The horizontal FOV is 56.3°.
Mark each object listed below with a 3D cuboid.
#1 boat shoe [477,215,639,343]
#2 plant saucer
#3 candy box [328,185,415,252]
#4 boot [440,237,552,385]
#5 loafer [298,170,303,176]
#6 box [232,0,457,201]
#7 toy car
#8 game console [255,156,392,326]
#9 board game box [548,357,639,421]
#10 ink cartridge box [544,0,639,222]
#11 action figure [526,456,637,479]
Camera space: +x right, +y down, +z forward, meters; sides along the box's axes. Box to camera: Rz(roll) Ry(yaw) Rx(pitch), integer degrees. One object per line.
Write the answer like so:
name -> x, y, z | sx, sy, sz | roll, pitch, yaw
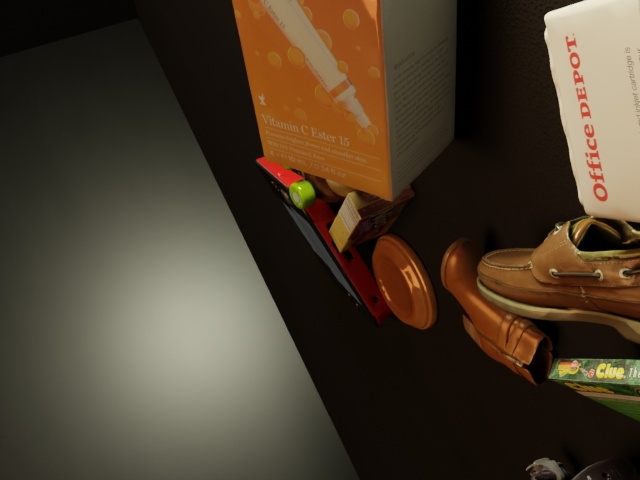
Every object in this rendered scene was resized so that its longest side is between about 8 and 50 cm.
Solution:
boat shoe -> 0.273, 0.022, 0.594 | 0.307, 0.110, 0.105 | 8, 117, 60
plant saucer -> 0.155, 0.084, 1.158 | 0.200, 0.037, 0.200 | 58, 162, 31
candy box -> 0.087, -0.047, 1.068 | 0.053, 0.109, 0.187 | 63, 163, 12
boot -> 0.247, 0.096, 0.821 | 0.152, 0.073, 0.197 | 44, 164, 57
loafer -> -0.029, -0.230, 1.216 | 0.102, 0.092, 0.269 | 26, 139, 65
box -> 0.033, -0.254, 0.723 | 0.214, 0.168, 0.345 | 21, 138, 32
toy car -> 0.042, -0.133, 1.040 | 0.188, 0.155, 0.149 | 14, 126, 59
game console -> 0.000, 0.000, 1.337 | 0.387, 0.060, 0.342 | 58, 169, -27
board game box -> 0.336, 0.143, 0.527 | 0.136, 0.030, 0.259 | 24, 166, -9
ink cartridge box -> 0.279, -0.098, 0.389 | 0.237, 0.100, 0.172 | 20, 131, 67
action figure -> 0.356, 0.366, 0.792 | 0.185, 0.099, 0.285 | 51, 162, 29
